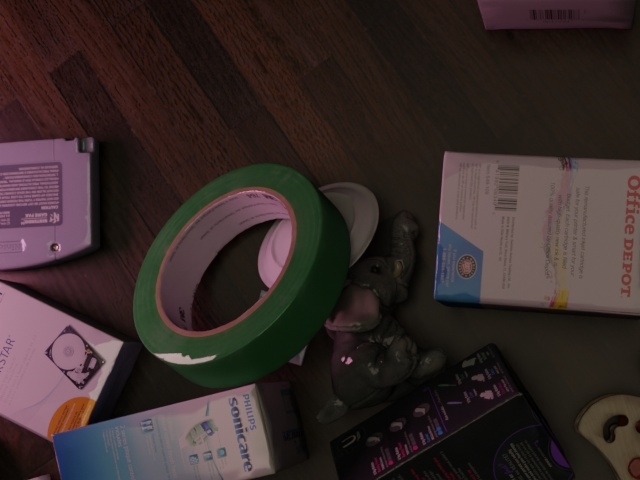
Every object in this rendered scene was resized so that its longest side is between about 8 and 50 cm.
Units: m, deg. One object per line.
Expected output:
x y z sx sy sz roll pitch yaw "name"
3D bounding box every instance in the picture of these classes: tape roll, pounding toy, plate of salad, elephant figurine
-0.112 0.045 1.692 0.321 0.077 0.321 -21 48 25 "tape roll"
0.418 0.278 1.606 0.154 0.155 0.270 -4 84 7 "pounding toy"
0.000 0.000 1.740 0.199 0.048 0.200 -22 42 21 "plate of salad"
0.067 0.103 1.716 0.169 0.186 0.239 -47 59 48 "elephant figurine"

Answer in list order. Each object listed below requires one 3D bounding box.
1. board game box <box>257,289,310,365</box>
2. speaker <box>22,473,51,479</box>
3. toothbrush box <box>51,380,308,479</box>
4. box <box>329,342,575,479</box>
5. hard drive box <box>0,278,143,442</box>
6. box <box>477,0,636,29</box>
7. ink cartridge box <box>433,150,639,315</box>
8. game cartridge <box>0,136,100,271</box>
-0.056 0.128 1.789 0.090 0.020 0.090 16 88 13 "board game box"
-0.411 0.417 1.816 0.055 0.055 0.136 -20 80 9 "speaker"
-0.187 0.288 1.701 0.295 0.216 0.126 -14 82 11 "toothbrush box"
0.172 0.291 1.633 0.270 0.143 0.165 -32 113 6 "box"
-0.411 0.186 1.822 0.232 0.089 0.181 23 89 13 "hard drive box"
0.334 -0.479 1.694 0.215 0.168 0.345 3 86 12 "box"
0.302 -0.002 1.637 0.270 0.197 0.198 4 85 12 "ink cartridge box"
-0.480 -0.052 1.880 0.297 0.062 0.198 -3 88 11 "game cartridge"
